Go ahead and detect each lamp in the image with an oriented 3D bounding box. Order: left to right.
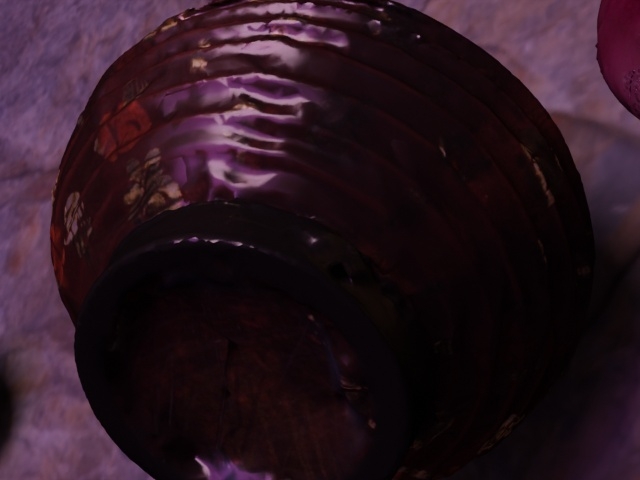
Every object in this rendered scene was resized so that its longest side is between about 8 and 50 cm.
[{"bbox_3d":[0.000,0.000,0.732,0.247,0.247,0.247,-22,56,37],"label":"lamp"}]

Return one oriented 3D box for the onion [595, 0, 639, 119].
[{"bbox_3d":[0.172,-0.114,0.671,0.150,0.140,0.150,-15,53,21],"label":"onion"}]
